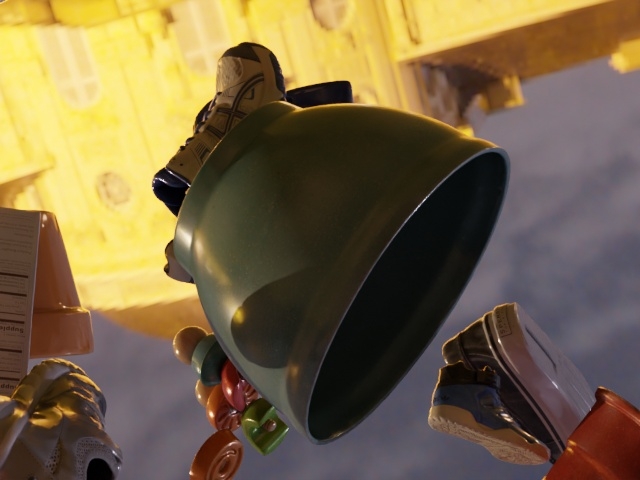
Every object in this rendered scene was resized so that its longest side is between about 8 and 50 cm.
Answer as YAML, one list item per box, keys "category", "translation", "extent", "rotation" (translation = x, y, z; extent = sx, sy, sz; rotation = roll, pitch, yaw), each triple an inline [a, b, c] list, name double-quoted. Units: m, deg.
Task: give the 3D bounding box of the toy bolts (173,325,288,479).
- category: "toy bolts"
  translation: [-0.170, 0.244, 2.218]
  extent: [0.158, 0.228, 0.218]
  rotation: [27, -132, 29]

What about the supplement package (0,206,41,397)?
- category: "supplement package"
  translation: [-0.430, 0.091, 1.789]
  extent: [0.134, 0.244, 0.139]
  rotation: [7, 158, -17]

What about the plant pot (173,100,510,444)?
- category: "plant pot"
  translation: [0.000, 0.000, 1.239]
  extent: [0.196, 0.293, 0.293]
  rotation: [33, -139, 19]

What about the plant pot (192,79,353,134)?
- category: "plant pot"
  translation: [-0.056, -0.058, 1.895]
  extent: [0.212, 0.236, 0.236]
  rotation: [-2, 161, 0]

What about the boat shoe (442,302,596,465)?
- category: "boat shoe"
  translation: [0.258, 0.201, 1.775]
  extent: [0.119, 0.335, 0.121]
  rotation: [-23, -144, 22]

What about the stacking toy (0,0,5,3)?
- category: "stacking toy"
  translation: [-0.347, -0.509, 1.455]
  extent: [0.480, 0.351, 0.350]
  rotation: [-51, -169, 18]

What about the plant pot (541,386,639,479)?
- category: "plant pot"
  translation: [0.295, 0.337, 1.472]
  extent: [0.265, 0.272, 0.272]
  rotation: [-46, -157, -3]

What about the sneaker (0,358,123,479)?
- category: "sneaker"
  translation: [-0.199, 0.168, 1.069]
  extent: [0.105, 0.115, 0.281]
  rotation: [-55, 180, 6]

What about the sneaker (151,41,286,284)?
- category: "sneaker"
  translation: [-0.102, -0.085, 1.445]
  extent: [0.131, 0.112, 0.296]
  rotation: [3, -126, -10]

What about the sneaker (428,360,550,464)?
- category: "sneaker"
  translation: [0.186, 0.179, 1.537]
  extent: [0.058, 0.152, 0.084]
  rotation: [-36, -144, 56]

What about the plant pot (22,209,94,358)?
- category: "plant pot"
  translation: [-0.466, 0.064, 2.016]
  extent: [0.291, 0.203, 0.291]
  rotation: [-3, 177, 0]
